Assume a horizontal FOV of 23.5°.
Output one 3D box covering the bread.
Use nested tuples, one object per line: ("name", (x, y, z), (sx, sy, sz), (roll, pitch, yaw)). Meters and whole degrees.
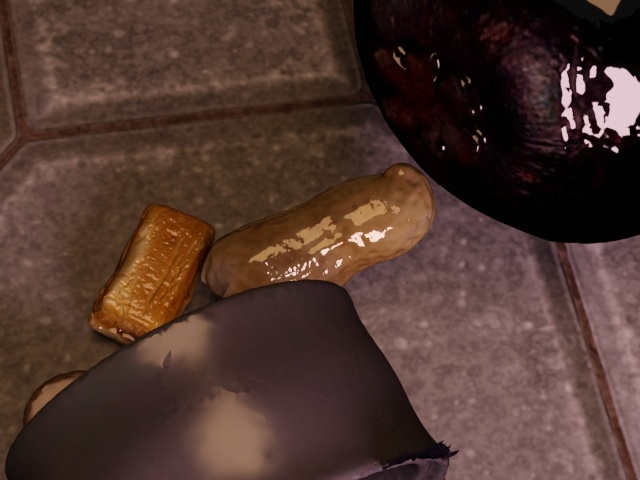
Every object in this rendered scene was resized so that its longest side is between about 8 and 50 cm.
("bread", (-0.144, 0.032, 1.329), (0.074, 0.053, 0.132), (23, 61, 0))

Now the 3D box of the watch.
("watch", (-0.048, 0.162, 1.125), (0.335, 0.327, 0.314), (-22, 70, -19))

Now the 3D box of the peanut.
("peanut", (0.000, 0.000, 1.334), (0.214, 0.099, 0.099), (-30, 71, -4))

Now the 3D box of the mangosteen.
("mangosteen", (0.240, -0.205, 1.340), (0.435, 0.382, 0.382), (-32, 73, -30))
